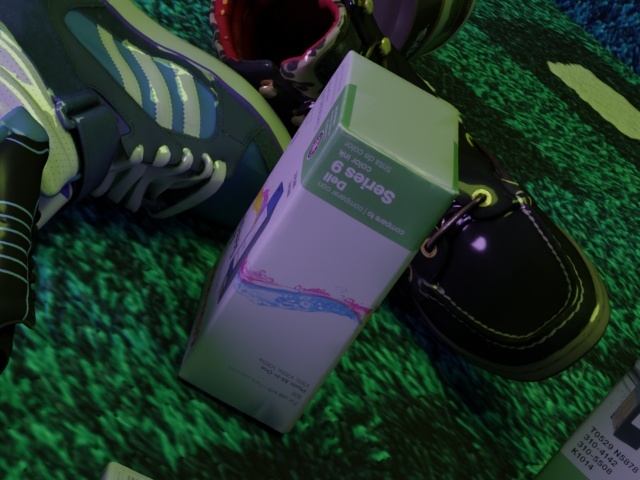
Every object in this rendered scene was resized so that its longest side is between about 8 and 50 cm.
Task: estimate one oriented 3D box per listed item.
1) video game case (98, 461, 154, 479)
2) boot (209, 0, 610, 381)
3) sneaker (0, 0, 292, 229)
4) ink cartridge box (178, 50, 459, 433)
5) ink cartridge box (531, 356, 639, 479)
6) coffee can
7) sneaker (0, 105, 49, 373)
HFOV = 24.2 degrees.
[{"bbox_3d":[-0.053,0.197,0.795,0.157,0.019,0.143,29,24,-17],"label":"video game case"},{"bbox_3d":[0.062,-0.070,1.200,0.284,0.138,0.377,47,7,-40],"label":"boot"},{"bbox_3d":[-0.158,-0.052,1.044,0.323,0.130,0.236,43,40,-27],"label":"sneaker"},{"bbox_3d":[0.000,0.000,1.003,0.093,0.212,0.154,28,24,-9],"label":"ink cartridge box"},{"bbox_3d":[0.279,0.151,1.082,0.160,0.219,0.092,41,23,14],"label":"ink cartridge box"},{"bbox_3d":[0.045,-0.280,1.616,0.201,0.201,0.275,39,23,7],"label":"coffee can"},{"bbox_3d":[-0.195,0.018,0.836,0.090,0.081,0.232,39,42,-12],"label":"sneaker"}]
